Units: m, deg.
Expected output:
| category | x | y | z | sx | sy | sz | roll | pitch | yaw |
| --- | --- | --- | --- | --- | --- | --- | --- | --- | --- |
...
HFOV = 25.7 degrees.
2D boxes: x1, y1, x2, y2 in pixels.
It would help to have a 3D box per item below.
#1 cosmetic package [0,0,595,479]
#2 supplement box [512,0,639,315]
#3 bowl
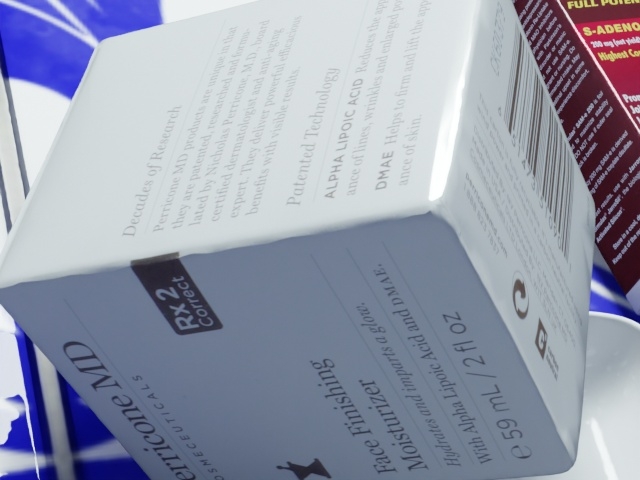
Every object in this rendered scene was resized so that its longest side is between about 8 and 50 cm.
| category | x | y | z | sx | sy | sz | roll | pitch | yaw |
| --- | --- | --- | --- | --- | --- | --- | --- | --- | --- |
| cosmetic package | 0.000 | 0.000 | 0.569 | 0.183 | 0.151 | 0.151 | -11 | 42 | 25 |
| supplement box | 0.184 | -0.083 | 0.780 | 0.130 | 0.073 | 0.239 | -8 | 57 | -29 |
| bowl | 0.100 | 0.100 | 0.628 | 0.142 | 0.053 | 0.142 | 0 | 51 | -15 |
